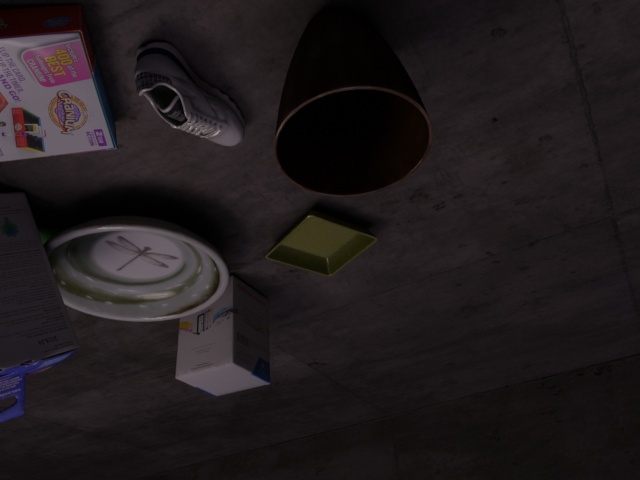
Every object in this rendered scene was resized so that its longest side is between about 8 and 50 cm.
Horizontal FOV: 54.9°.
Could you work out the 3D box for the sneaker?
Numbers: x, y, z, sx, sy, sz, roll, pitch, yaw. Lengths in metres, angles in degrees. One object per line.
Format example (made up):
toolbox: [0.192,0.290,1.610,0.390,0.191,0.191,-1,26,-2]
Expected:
sneaker: [-0.209,-0.209,0.994,0.090,0.095,0.235,-26,143,24]

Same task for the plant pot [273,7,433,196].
plant pot: [0.036,-0.219,0.892,0.215,0.231,0.215,-4,146,-2]

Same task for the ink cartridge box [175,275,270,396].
ink cartridge box: [-0.238,0.239,1.534,0.168,0.233,0.171,-18,145,21]

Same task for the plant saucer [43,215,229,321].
plant saucer: [-0.399,0.047,1.340,0.399,0.101,0.401,-4,146,-3]

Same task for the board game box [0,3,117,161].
board game box: [-0.491,-0.220,0.921,0.316,0.064,0.242,-8,147,-11]

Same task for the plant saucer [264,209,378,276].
plant saucer: [0.000,0.000,1.381,0.188,0.045,0.188,18,140,-31]

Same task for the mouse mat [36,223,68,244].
mouse mat: [-0.618,0.018,1.348,0.152,0.007,0.190,10,144,-22]

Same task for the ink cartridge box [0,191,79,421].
ink cartridge box: [-0.617,0.125,1.090,0.151,0.396,0.270,-32,168,34]
